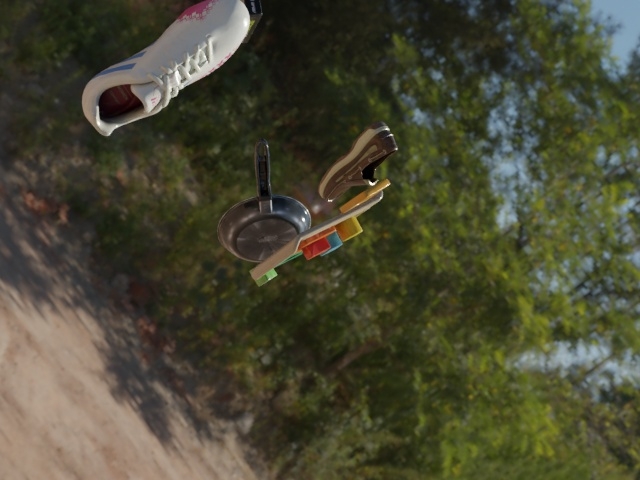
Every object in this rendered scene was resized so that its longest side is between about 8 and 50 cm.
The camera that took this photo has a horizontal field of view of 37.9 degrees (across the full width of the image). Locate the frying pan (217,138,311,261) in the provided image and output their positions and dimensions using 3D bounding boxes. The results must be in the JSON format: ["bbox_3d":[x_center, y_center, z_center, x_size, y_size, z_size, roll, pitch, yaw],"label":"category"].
[{"bbox_3d":[-0.090,-0.060,1.899,0.197,0.326,0.053,8,46,-25],"label":"frying pan"}]

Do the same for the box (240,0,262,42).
[{"bbox_3d":[-0.190,-0.589,2.213,0.184,0.045,0.191,154,-74,-70],"label":"box"}]

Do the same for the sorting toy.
[{"bbox_3d":[0.000,0.000,1.487,0.047,0.196,0.347,58,-31,2],"label":"sorting toy"}]

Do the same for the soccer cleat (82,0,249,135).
[{"bbox_3d":[-0.254,-0.284,1.575,0.116,0.331,0.143,53,9,-36],"label":"soccer cleat"}]

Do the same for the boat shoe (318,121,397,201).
[{"bbox_3d":[0.089,-0.163,2.201,0.095,0.257,0.095,-20,68,-45],"label":"boat shoe"}]
